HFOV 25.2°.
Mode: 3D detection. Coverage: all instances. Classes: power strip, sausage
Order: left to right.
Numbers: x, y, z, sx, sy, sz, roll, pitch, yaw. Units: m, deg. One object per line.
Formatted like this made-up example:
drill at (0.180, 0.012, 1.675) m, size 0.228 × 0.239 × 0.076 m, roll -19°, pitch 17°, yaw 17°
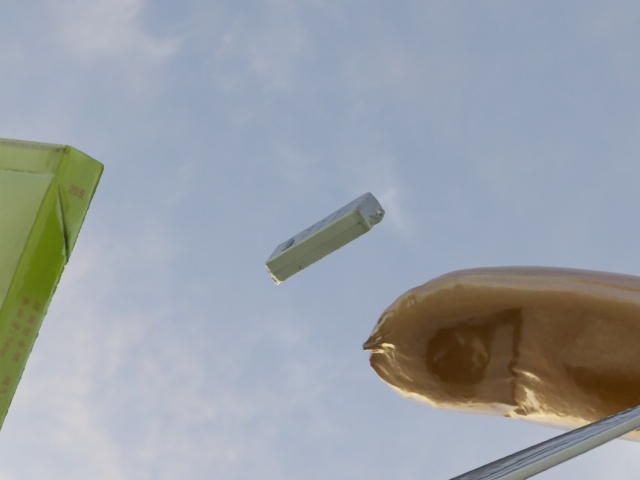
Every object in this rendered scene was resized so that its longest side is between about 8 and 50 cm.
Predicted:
power strip at (0.000, 0.000, 0.793) m, size 0.083 × 0.027 × 0.017 m, roll -30°, pitch -79°, yaw 31°
sausage at (0.211, 0.086, 1.088) m, size 0.353 × 0.116 × 0.134 m, roll 9°, pitch -49°, yaw 8°

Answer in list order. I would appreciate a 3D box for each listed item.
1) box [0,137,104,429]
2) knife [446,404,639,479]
box at (-0.305, 0.075, 1.151) m, size 0.187 × 0.047 × 0.335 m, roll 8°, pitch -106°, yaw 41°
knife at (0.007, 0.130, 0.587) m, size 0.335 × 0.081 × 0.043 m, roll -19°, pitch -93°, yaw -16°
